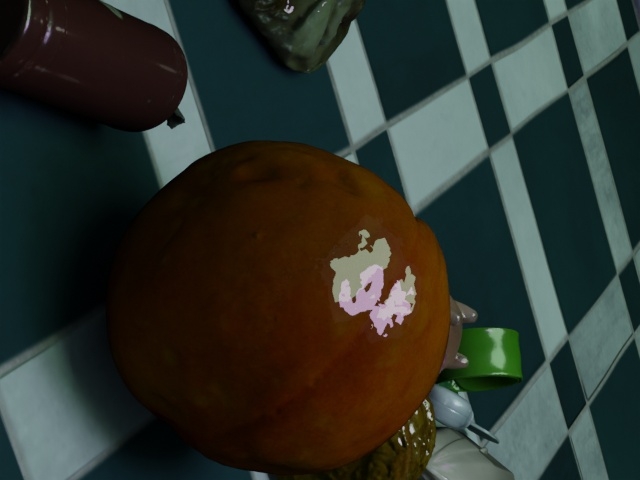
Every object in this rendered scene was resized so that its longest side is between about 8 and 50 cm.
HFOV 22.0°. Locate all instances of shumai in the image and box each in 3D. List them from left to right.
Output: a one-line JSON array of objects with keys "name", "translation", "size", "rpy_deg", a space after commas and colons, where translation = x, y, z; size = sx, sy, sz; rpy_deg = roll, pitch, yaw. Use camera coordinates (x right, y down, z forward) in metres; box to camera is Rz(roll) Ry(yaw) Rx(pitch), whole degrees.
[{"name": "shumai", "translation": [0.041, -0.383, 2.043], "size": [0.309, 0.263, 0.304], "rpy_deg": [-18, 94, -63]}]

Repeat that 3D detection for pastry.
[{"name": "pastry", "translation": [0.032, 0.217, 1.872], "size": [0.103, 0.189, 0.188], "rpy_deg": [-20, 98, -65]}]

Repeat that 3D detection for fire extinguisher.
[{"name": "fire extinguisher", "translation": [-0.226, -0.184, 1.606], "size": [0.337, 0.114, 0.135], "rpy_deg": [19, 49, -60]}]

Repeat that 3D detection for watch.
[{"name": "watch", "translation": [0.209, 0.162, 2.274], "size": [0.165, 0.152, 0.131], "rpy_deg": [24, 57, -57]}]

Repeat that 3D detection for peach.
[{"name": "peach", "translation": [-0.045, 0.079, 1.631], "size": [0.301, 0.343, 0.343], "rpy_deg": [-56, 134, -22]}]

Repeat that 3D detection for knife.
[{"name": "knife", "translation": [0.202, 0.248, 2.233], "size": [0.044, 0.080, 0.331], "rpy_deg": [-62, 157, -5]}]

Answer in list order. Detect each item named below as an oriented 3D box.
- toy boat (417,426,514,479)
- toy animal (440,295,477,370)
[{"name": "toy boat", "translation": [0.162, 0.314, 2.159], "size": [0.269, 0.141, 0.140], "rpy_deg": [-2, 81, -64]}, {"name": "toy animal", "translation": [0.096, 0.114, 2.069], "size": [0.250, 0.154, 0.166], "rpy_deg": [1, 96, -71]}]
